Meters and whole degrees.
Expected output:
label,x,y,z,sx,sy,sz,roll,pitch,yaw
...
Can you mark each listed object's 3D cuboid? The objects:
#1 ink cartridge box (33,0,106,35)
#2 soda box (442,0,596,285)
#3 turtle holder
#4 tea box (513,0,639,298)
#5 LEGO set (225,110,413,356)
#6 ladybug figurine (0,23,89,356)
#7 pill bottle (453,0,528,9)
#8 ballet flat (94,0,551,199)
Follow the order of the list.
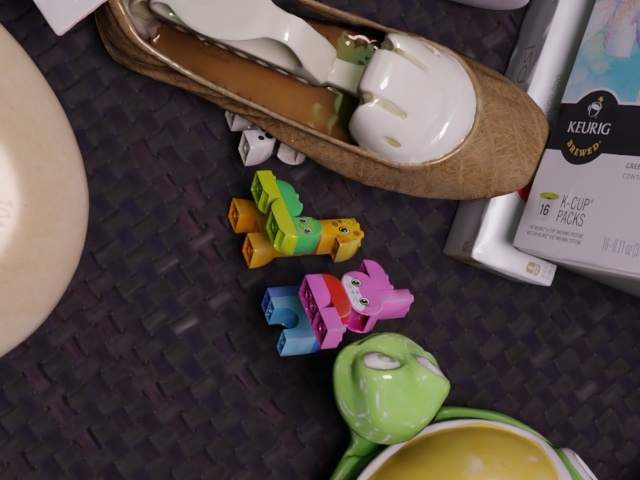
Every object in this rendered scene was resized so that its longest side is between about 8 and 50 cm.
label,x,y,z,sx,sy,sz,roll,pitch,yaw
ink cartridge box,-0.127,-0.319,0.768,0.296,0.066,0.261,-36,87,4
soda box,0.167,-0.077,0.881,0.069,0.074,0.216,19,88,-12
turtle holder,0.117,0.221,0.803,0.244,0.227,0.320,2,92,-11
tea box,0.366,-0.082,0.806,0.329,0.220,0.323,20,86,-30
LEGO set,0.000,0.000,0.829,0.093,0.087,0.227,-4,48,-24
ladybug figurine,-0.369,-0.063,0.727,0.449,0.162,0.305,22,88,-12
pill bottle,0.134,-0.313,0.828,0.153,0.153,0.264,20,88,-12
ballet flat,-0.001,-0.120,0.784,0.342,0.124,0.116,24,85,3
